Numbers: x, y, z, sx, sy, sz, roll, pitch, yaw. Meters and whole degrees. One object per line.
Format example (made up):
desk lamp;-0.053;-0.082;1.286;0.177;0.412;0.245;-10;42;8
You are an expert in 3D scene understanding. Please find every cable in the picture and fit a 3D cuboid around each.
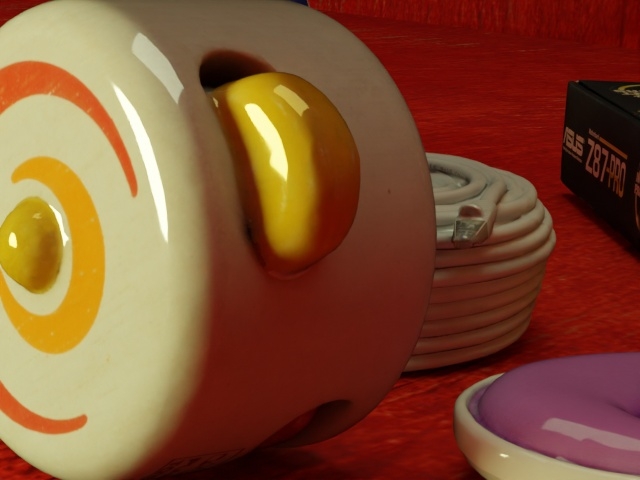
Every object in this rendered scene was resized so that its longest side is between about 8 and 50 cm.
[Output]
cable;0.000;0.000;0.994;0.257;0.089;0.257;8;12;26

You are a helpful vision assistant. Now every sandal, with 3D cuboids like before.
sandal;0.261;0.058;0.759;0.416;0.102;0.169;3;12;-5

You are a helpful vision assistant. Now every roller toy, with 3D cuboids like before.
roller toy;-0.062;-0.001;0.724;0.146;0.191;0.209;-6;29;-42

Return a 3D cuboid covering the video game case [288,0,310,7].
video game case;-0.135;-0.069;0.970;0.244;0.061;0.269;-17;15;11

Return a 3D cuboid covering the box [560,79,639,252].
box;0.397;-0.043;1.307;0.394;0.097;0.318;3;15;-5
